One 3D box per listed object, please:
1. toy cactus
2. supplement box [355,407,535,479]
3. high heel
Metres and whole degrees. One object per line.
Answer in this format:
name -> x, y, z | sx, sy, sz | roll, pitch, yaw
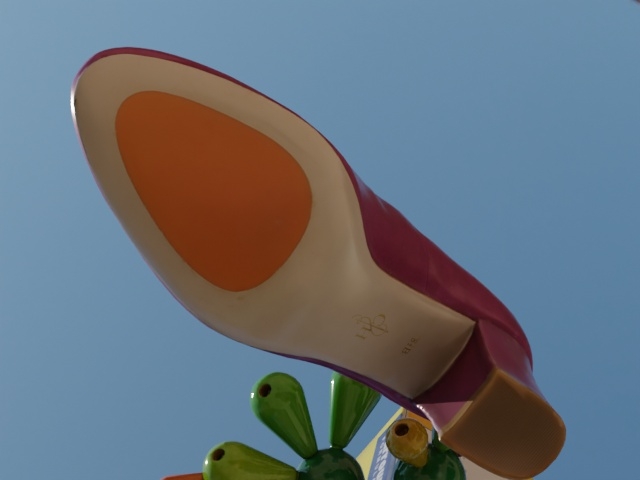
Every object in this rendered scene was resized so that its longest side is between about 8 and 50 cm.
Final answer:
toy cactus -> 0.016, 0.148, 0.631 | 0.180, 0.219, 0.112 | 57, -167, 0
supplement box -> 0.169, 0.361, 1.166 | 0.357, 0.195, 0.194 | 31, -146, -7
high heel -> 0.000, 0.000, 0.486 | 0.244, 0.082, 0.117 | 34, -170, -21
